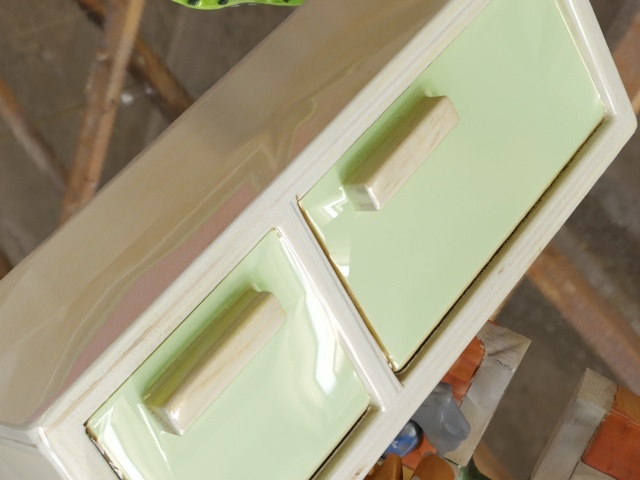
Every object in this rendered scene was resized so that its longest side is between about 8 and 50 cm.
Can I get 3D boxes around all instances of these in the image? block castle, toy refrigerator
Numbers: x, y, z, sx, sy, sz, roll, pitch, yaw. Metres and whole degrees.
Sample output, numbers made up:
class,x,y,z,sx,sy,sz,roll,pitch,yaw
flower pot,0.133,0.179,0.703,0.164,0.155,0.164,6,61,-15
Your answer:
class,x,y,z,sx,sy,sz,roll,pitch,yaw
block castle,0.108,0.224,0.990,0.453,0.303,0.213,27,-65,10
toy refrigerator,0.000,0.000,0.453,0.094,0.269,0.102,4,-48,47

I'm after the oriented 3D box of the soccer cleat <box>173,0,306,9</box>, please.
class,x,y,z,sx,sy,sz,roll,pitch,yaw
soccer cleat,-0.081,-0.250,1.245,0.072,0.179,0.060,-108,-157,-62
